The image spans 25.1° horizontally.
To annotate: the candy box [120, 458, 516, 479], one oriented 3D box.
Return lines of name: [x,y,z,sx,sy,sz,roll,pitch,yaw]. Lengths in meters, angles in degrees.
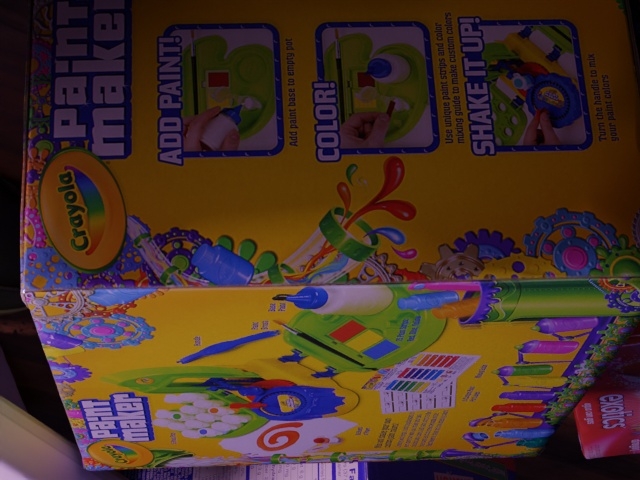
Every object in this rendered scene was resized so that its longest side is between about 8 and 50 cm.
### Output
candy box: [0.000,0.272,1.447,0.317,0.122,0.268,-19,151,33]

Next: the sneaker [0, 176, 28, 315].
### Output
sneaker: [-0.201,-0.022,0.800,0.118,0.083,0.222,-21,150,33]

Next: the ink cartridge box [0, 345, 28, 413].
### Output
ink cartridge box: [-0.392,0.197,1.151,0.306,0.131,0.226,-4,137,5]

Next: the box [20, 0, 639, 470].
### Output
box: [0.000,0.000,0.762,0.279,0.177,0.290,-1,157,-5]

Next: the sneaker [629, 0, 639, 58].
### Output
sneaker: [0.270,-0.073,0.736,0.146,0.134,0.343,-41,139,16]

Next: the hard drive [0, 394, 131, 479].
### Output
hard drive: [-0.282,0.105,0.870,0.233,0.047,0.353,-7,143,39]

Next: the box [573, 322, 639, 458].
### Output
box: [0.223,0.051,0.966,0.123,0.128,0.257,-8,155,10]
